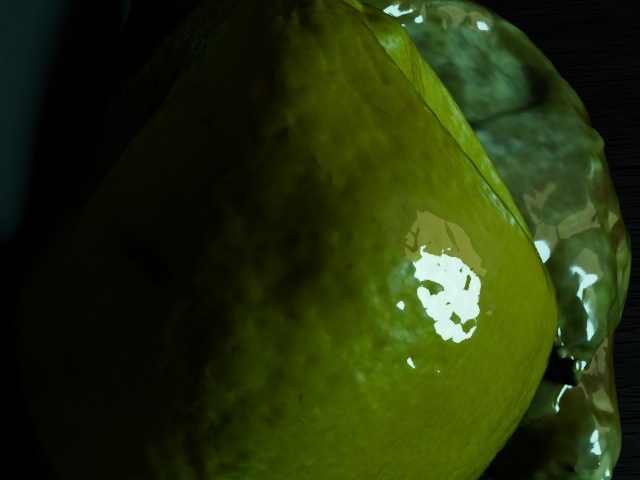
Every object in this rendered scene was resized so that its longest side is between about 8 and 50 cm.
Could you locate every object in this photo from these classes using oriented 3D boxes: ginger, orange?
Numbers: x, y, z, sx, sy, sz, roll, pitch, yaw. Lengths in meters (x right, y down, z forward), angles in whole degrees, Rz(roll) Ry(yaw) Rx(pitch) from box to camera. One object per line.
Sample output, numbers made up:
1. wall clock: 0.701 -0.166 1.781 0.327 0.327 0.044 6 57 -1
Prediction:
1. ginger: 0.008 0.001 0.857 0.152 0.357 0.274 -13 120 -50
2. orange: -0.023 0.031 0.649 0.183 0.249 0.249 39 22 -15

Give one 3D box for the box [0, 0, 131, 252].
1. box: -0.122 -0.170 0.608 0.290 0.073 0.288 -85 170 -63
